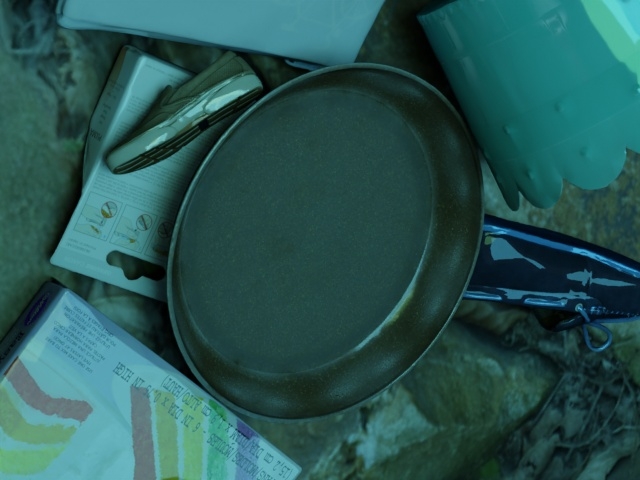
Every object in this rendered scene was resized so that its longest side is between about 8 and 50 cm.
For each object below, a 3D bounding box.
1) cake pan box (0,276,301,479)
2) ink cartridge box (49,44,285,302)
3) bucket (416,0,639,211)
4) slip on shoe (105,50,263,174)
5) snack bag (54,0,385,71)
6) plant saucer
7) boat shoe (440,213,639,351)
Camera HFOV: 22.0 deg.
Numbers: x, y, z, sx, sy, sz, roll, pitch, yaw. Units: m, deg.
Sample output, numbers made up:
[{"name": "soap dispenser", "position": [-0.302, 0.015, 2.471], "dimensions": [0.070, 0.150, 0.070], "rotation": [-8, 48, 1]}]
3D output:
[{"name": "cake pan box", "position": [-0.180, 0.205, 1.296], "dimensions": [0.267, 0.070, 0.246], "rotation": [41, 80, -21]}, {"name": "ink cartridge box", "position": [-0.126, -0.047, 1.319], "dimensions": [0.145, 0.045, 0.179], "rotation": [21, 99, -34]}, {"name": "bucket", "position": [0.227, -0.172, 1.360], "dimensions": [0.281, 0.281, 0.183], "rotation": [-35, 100, -20]}, {"name": "slip on shoe", "position": [-0.110, -0.098, 1.261], "dimensions": [0.135, 0.051, 0.041], "rotation": [-33, 81, -7]}, {"name": "snack bag", "position": [-0.010, -0.269, 1.207], "dimensions": [0.323, 0.037, 0.343], "rotation": [3, 128, -47]}, {"name": "plant saucer", "position": [0.000, 0.000, 1.362], "dimensions": [0.310, 0.050, 0.311], "rotation": [-15, 117, -31]}, {"name": "boat shoe", "position": [0.218, 0.041, 1.523], "dimensions": [0.258, 0.109, 0.089], "rotation": [16, 99, -17]}]
